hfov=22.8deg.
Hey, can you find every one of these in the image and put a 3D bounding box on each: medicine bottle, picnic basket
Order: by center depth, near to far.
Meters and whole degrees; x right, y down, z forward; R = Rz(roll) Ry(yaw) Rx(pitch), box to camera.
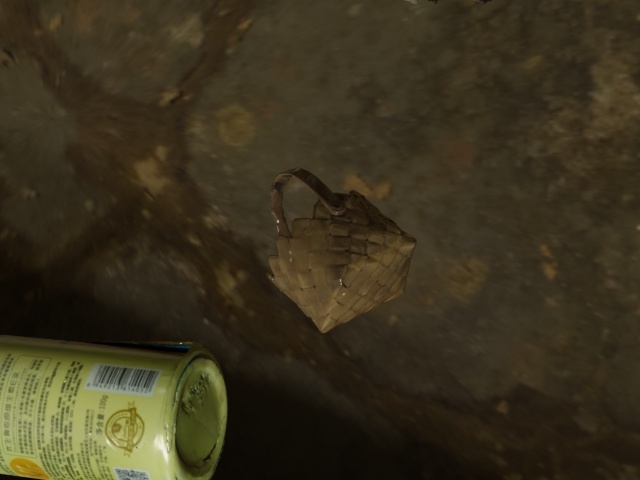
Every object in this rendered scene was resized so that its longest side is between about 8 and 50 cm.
[{"bbox_3d":[-0.202,0.140,1.298,0.238,0.124,0.124,4,94,22],"label":"medicine bottle"},{"bbox_3d":[0.000,0.000,1.721,0.137,0.128,0.178,-23,58,-34],"label":"picnic basket"}]

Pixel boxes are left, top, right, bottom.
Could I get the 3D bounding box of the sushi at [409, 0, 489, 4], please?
[{"bbox_3d":[0.041,-0.281,1.101,0.225,0.238,0.219,17,116,3],"label":"sushi"}]
